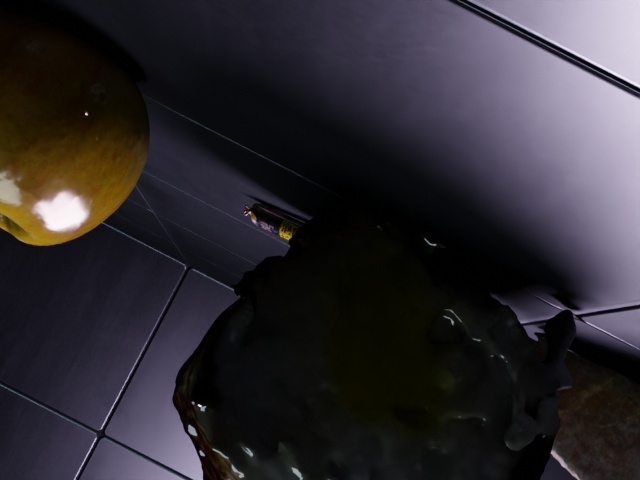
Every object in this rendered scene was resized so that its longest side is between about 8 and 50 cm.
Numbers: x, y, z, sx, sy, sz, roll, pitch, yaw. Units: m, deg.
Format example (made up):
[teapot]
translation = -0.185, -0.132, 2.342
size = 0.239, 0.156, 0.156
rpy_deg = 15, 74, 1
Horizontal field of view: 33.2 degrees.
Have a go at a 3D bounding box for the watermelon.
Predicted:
[watermelon]
translation = 0.340, 0.231, 1.013
size = 0.302, 0.151, 0.264
rpy_deg = 19, 170, 46

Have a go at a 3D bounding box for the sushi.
[sushi]
translation = 0.033, 0.143, 0.939
size = 0.299, 0.281, 0.294
rpy_deg = 34, 162, 0

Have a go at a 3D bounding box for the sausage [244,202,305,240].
[sausage]
translation = 0.000, 0.000, 1.113
size = 0.198, 0.025, 0.028
rpy_deg = 23, 165, 26

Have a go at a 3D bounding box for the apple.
[apple]
translation = -0.219, -0.081, 0.822
size = 0.182, 0.155, 0.182
rpy_deg = 29, 173, 4
